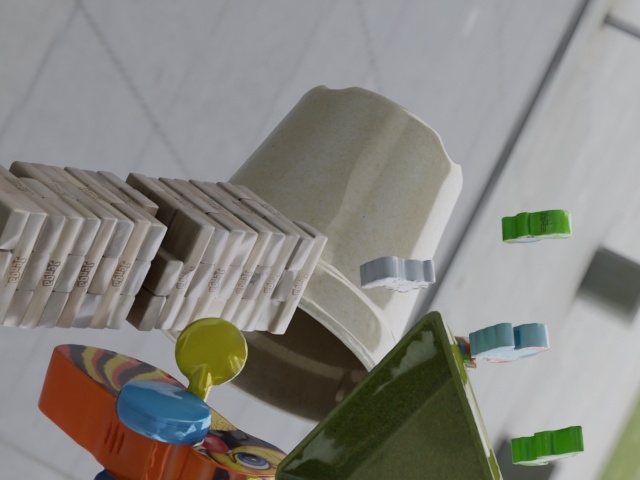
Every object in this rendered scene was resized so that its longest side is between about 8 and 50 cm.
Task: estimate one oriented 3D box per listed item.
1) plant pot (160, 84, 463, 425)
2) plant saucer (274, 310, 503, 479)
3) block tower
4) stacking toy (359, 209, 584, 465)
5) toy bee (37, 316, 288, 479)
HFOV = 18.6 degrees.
[{"bbox_3d":[0.000,0.000,2.254,0.305,0.334,0.334,-59,166,-25],"label":"plant pot"},{"bbox_3d":[0.055,0.173,1.265,0.188,0.045,0.188,-47,-141,30],"label":"plant saucer"},{"bbox_3d":[-0.143,0.006,1.429,0.335,0.097,0.091,6,114,-51],"label":"block tower"},{"bbox_3d":[0.108,0.080,1.359,0.221,0.052,0.167,-21,-112,52],"label":"stacking toy"},{"bbox_3d":[-0.089,0.176,1.446,0.162,0.298,0.195,9,129,-34],"label":"toy bee"}]
